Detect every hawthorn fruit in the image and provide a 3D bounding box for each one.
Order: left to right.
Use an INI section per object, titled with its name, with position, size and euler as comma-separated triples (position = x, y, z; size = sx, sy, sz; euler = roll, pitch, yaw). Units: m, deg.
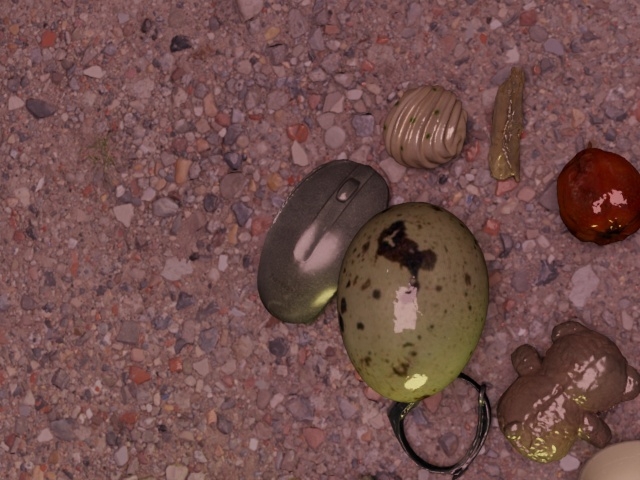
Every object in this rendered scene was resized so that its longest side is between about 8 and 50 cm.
[hawthorn fruit]
position = 0.528, -0.079, 1.636
size = 0.173, 0.173, 0.179
euler = -45, 48, 6

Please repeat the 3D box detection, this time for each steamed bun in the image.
[steamed bun]
position = 0.211, -0.232, 1.751
size = 0.182, 0.106, 0.183
euler = -5, 75, 18

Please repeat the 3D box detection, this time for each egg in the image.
[egg]
position = 0.171, 0.112, 1.630
size = 0.287, 0.287, 0.380
euler = 5, 79, 16

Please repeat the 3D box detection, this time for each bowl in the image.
[bowl]
position = 0.584, 0.495, 1.517
size = 0.276, 0.277, 0.145
euler = 4, 126, 16

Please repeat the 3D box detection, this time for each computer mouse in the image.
[computer mouse]
position = 0.001, 0.000, 1.785
size = 0.203, 0.114, 0.374
euler = 29, 91, 17

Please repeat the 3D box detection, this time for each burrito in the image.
[burrito]
position = 0.377, -0.233, 1.743
size = 0.058, 0.063, 0.230
euler = 2, 92, -24

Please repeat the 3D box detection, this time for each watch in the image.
[watch]
position = 0.244, 0.350, 1.704
size = 0.193, 0.068, 0.206
euler = 42, 99, 12

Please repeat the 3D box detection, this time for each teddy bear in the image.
[teddy bear]
position = 0.447, 0.283, 1.609
size = 0.236, 0.151, 0.267
euler = 43, 93, 24

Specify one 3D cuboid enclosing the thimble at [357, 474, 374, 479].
[thimble]
position = 0.085, 0.569, 1.687
size = 0.143, 0.137, 0.190
euler = 35, 79, 18
